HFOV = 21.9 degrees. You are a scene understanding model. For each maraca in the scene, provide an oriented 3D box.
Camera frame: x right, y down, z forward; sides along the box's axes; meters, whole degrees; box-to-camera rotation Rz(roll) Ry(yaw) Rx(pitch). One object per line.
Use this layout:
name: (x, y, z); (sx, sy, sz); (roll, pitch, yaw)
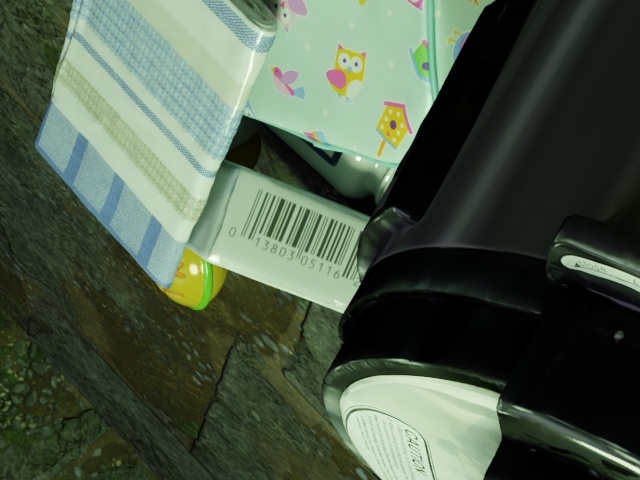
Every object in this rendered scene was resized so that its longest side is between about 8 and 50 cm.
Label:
maraca: (-0.165, -0.007, 1.997); (0.127, 0.099, 0.185); (-5, 97, 62)

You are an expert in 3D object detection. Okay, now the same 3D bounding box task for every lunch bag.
lunch bag: (0.031, -0.184, 1.251); (0.279, 0.108, 0.224); (22, 121, 44)

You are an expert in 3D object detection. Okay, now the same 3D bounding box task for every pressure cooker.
pressure cooker: (0.207, 0.054, 0.859); (0.370, 0.420, 0.375); (39, 159, -21)

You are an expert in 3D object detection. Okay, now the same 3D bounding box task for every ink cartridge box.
ink cartridge box: (0.000, 0.000, 1.546); (0.308, 0.091, 0.385); (21, -176, -20)

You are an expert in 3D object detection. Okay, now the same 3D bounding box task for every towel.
towel: (-0.141, -0.126, 1.351); (0.209, 0.034, 0.285); (46, 132, 26)

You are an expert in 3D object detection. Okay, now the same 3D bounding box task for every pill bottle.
pill bottle: (0.030, -0.102, 1.436); (0.187, 0.112, 0.112); (43, 157, 17)

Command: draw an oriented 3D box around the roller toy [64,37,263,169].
roller toy: (-0.136, -0.166, 1.548); (0.209, 0.191, 0.146); (15, 168, -22)
